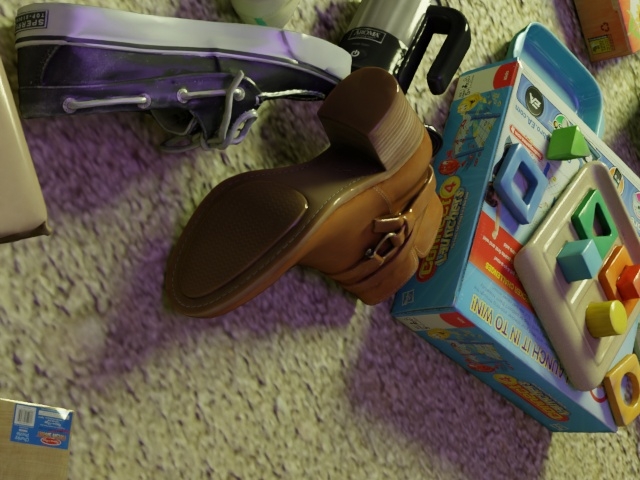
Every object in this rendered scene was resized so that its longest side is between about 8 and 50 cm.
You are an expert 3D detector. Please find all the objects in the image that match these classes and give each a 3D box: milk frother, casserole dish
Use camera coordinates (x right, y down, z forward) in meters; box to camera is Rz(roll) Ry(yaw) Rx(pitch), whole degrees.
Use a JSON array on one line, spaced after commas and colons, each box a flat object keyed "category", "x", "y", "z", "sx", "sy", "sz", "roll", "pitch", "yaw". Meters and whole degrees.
[{"category": "milk frother", "x": 0.079, "y": -0.165, "z": 1.239, "sx": 0.143, "sy": 0.129, "sz": 0.135, "roll": 94, "pitch": 20, "yaw": -58}, {"category": "casserole dish", "x": 0.269, "y": -0.173, "z": 1.456, "sx": 0.188, "sy": 0.037, "sz": 0.114, "roll": 36, "pitch": 60, "yaw": -34}]

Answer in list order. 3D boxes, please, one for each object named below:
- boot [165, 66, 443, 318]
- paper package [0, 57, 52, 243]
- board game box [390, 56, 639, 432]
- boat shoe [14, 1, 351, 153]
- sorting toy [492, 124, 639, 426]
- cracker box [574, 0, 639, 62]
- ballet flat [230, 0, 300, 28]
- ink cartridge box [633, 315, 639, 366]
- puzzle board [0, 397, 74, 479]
[{"category": "boot", "x": 0.000, "y": 0.000, "z": 1.129, "sx": 0.283, "sy": 0.109, "sz": 0.220, "roll": -52, "pitch": 148, "yaw": -15}, {"category": "paper package", "x": -0.362, "y": -0.113, "z": 0.731, "sx": 0.309, "sy": 0.168, "sz": 0.325, "roll": -22, "pitch": 100, "yaw": -45}, {"category": "board game box", "x": 0.238, "y": 0.013, "z": 1.361, "sx": 0.308, "sy": 0.086, "sz": 0.302, "roll": 37, "pitch": 60, "yaw": -35}, {"category": "boat shoe", "x": -0.104, "y": -0.126, "z": 1.028, "sx": 0.306, "sy": 0.113, "sz": 0.105, "roll": 1, "pitch": 90, "yaw": -42}, {"category": "sorting toy", "x": 0.298, "y": 0.035, "z": 1.321, "sx": 0.196, "sy": 0.047, "sz": 0.348, "roll": -45, "pitch": 115, "yaw": -39}, {"category": "cracker box", "x": 0.408, "y": -0.337, "z": 1.598, "sx": 0.232, "sy": 0.067, "sz": 0.156, "roll": -29, "pitch": 106, "yaw": -42}, {"category": "ballet flat", "x": -0.023, "y": -0.297, "z": 1.168, "sx": 0.086, "sy": 0.086, "sz": 0.248, "roll": 39, "pitch": 60, "yaw": -34}, {"category": "ink cartridge box", "x": 0.448, "y": 0.074, "z": 1.584, "sx": 0.171, "sy": 0.056, "sz": 0.235, "roll": -27, "pitch": 105, "yaw": -44}, {"category": "puzzle board", "x": -0.242, "y": 0.165, "z": 0.914, "sx": 0.128, "sy": 0.011, "sz": 0.096, "roll": 18, "pitch": 70, "yaw": -42}]
